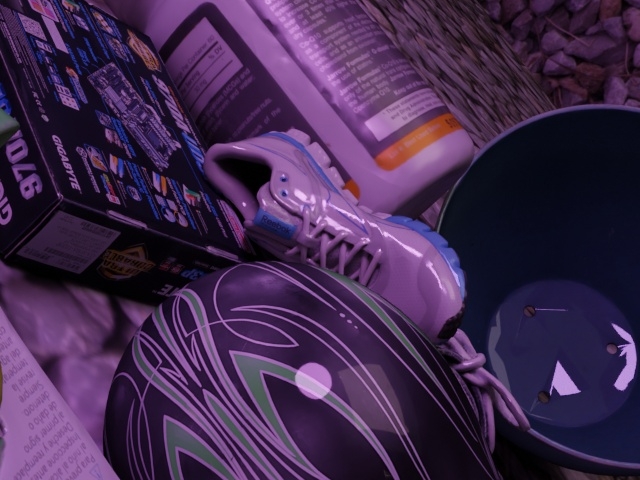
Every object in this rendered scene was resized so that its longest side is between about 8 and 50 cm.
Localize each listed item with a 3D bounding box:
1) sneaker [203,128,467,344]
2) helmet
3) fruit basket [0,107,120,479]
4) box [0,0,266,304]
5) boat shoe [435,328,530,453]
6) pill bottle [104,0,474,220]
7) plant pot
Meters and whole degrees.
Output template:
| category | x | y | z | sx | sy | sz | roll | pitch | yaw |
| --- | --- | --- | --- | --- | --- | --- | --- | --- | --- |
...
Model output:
| category | x | y | z | sx | sy | sz | roll | pitch | yaw |
| --- | --- | --- | --- | --- | --- | --- | --- | --- | --- |
| sneaker | 0.000 | 0.000 | 0.686 | 0.190 | 0.071 | 0.083 | 38 | 22 | 31 |
| helmet | -0.013 | 0.090 | 0.509 | 0.161 | 0.169 | 0.169 | 48 | 18 | -20 |
| fruit basket | -0.148 | 0.091 | 0.286 | 0.353 | 0.165 | 0.327 | 63 | 18 | -9 |
| box | -0.137 | -0.067 | 0.696 | 0.175 | 0.051 | 0.220 | 22 | 32 | -53 |
| boat shoe | 0.060 | 0.105 | 0.718 | 0.113 | 0.105 | 0.306 | 48 | 19 | -2 |
| pill bottle | -0.030 | -0.119 | 0.860 | 0.278 | 0.162 | 0.162 | 52 | 19 | 7 |
| plant pot | 0.220 | 0.062 | 0.965 | 0.290 | 0.290 | 0.195 | 55 | -16 | 17 |
